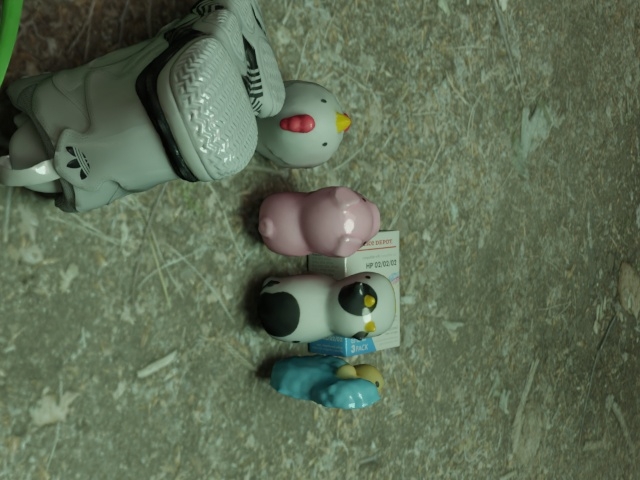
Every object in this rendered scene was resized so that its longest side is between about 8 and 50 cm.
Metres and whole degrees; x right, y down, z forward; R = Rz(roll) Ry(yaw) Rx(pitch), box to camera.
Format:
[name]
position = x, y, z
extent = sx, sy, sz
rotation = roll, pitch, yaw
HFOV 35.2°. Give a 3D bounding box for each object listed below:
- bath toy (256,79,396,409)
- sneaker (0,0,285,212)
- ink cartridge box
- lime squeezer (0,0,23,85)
[bath toy]
position = 0.000, 0.000, 1.083
extent = 0.151, 0.129, 0.348
rotation = -8, 96, -9
[sneaker]
position = -0.158, -0.139, 0.933
extent = 0.366, 0.210, 0.137
rotation = -79, 154, -65
[ink cartridge box]
position = 0.041, 0.041, 1.210
extent = 0.104, 0.061, 0.181
rotation = -6, 96, -48
[lime squeezer]
position = -0.212, -0.236, 0.892
extent = 0.310, 0.110, 0.059
rotation = -45, 164, -41
